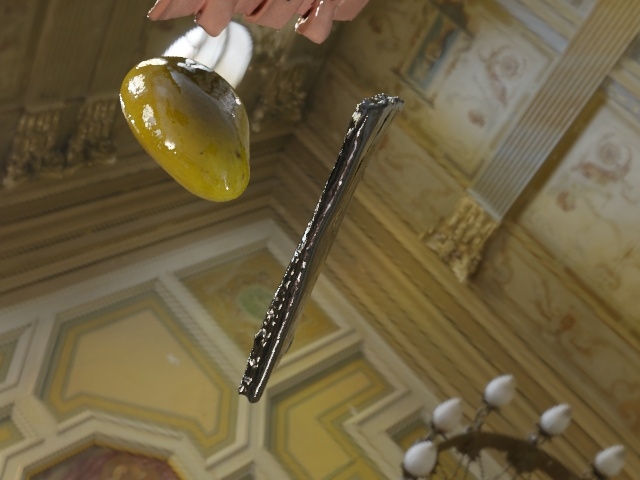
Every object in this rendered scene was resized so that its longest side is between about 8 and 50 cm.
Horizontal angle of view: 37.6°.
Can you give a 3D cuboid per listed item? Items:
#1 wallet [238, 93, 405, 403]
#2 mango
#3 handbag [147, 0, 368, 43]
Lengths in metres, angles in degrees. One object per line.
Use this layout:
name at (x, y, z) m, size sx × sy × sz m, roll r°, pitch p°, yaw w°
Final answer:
wallet at (0.001, 0.000, 0.845) m, size 0.030 × 0.285 × 0.146 m, roll 25°, pitch -166°, yaw 8°
mango at (-0.100, -0.089, 0.733) m, size 0.103 × 0.076 × 0.161 m, roll 22°, pitch -155°, yaw -39°
handbag at (0.001, -0.174, 0.480) m, size 0.059 × 0.157 × 0.212 m, roll 47°, pitch -153°, yaw 10°
